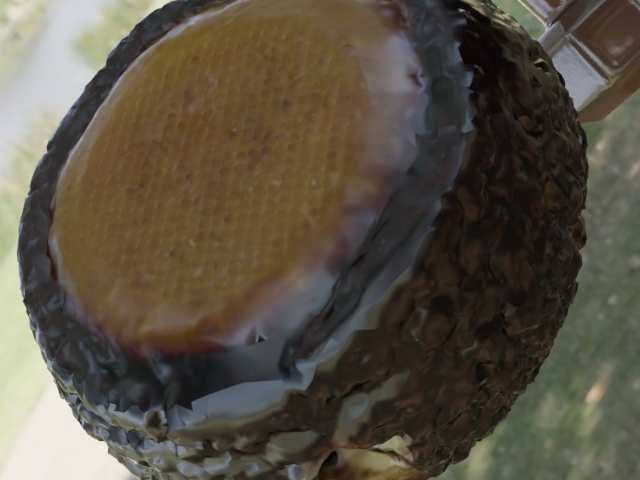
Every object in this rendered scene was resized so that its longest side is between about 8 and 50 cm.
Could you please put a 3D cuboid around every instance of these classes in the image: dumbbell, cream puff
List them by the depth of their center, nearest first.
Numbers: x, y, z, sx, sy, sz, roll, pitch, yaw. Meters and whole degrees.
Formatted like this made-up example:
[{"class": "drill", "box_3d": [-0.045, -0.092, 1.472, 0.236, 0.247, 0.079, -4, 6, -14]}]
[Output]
[{"class": "cream puff", "box_3d": [0.000, 0.000, 0.665, 0.239, 0.165, 0.239, -18, 52, 24]}, {"class": "dumbbell", "box_3d": [0.095, -0.168, 0.898, 0.092, 0.231, 0.082, -44, -2, -6]}]
